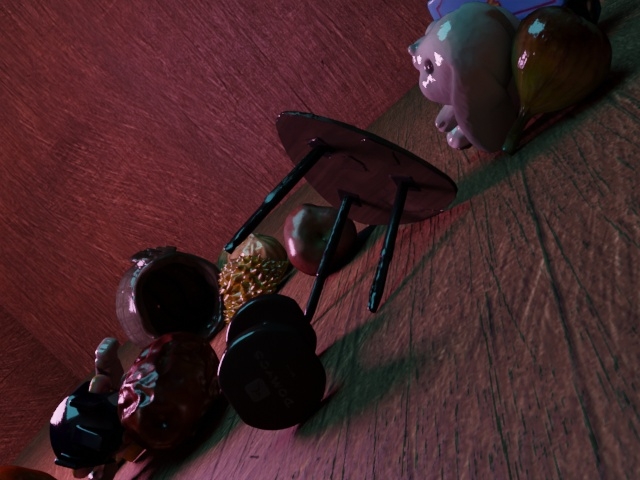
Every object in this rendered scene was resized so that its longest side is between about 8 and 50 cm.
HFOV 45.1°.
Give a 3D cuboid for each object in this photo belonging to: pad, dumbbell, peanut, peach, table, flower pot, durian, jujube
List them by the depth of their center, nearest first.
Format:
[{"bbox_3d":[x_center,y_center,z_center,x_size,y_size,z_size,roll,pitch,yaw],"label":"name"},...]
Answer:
[{"bbox_3d":[-0.067,0.160,1.059,0.124,0.140,0.225,-33,8,1],"label":"dumbbell"},{"bbox_3d":[0.003,-0.021,1.247,0.249,0.317,0.317,-63,16,-22],"label":"table"},{"bbox_3d":[-0.260,0.262,1.350,0.174,0.174,0.250,-42,15,8],"label":"jujube"},{"bbox_3d":[0.000,0.000,1.561,0.152,0.152,0.152,-42,9,8],"label":"peach"},{"bbox_3d":[0.062,0.017,1.589,0.112,0.003,0.157,-34,13,45],"label":"pad"},{"bbox_3d":[-0.172,0.122,1.874,0.182,0.165,0.132,-10,-14,34],"label":"durian"},{"bbox_3d":[-0.391,0.150,2.043,0.302,0.302,0.213,-48,16,-29],"label":"flower pot"},{"bbox_3d":[-0.192,0.056,2.047,0.140,0.153,0.325,-42,14,-22],"label":"peanut"}]

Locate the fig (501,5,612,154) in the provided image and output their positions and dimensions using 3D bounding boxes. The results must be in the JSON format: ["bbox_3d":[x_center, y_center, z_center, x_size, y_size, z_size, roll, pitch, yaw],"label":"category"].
[{"bbox_3d":[0.364,-0.243,1.189,0.143,0.230,0.160,-6,26,-9],"label":"fig"}]

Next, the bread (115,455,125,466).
[{"bbox_3d":[-0.447,0.440,1.642,0.140,0.069,0.128,-47,9,-29],"label":"bread"}]

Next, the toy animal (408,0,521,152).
[{"bbox_3d":[0.269,-0.273,1.309,0.174,0.249,0.289,-2,11,28],"label":"toy animal"}]

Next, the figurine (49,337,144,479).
[{"bbox_3d":[-0.397,0.336,1.406,0.143,0.308,0.308,-16,13,6],"label":"figurine"}]

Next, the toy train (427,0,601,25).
[{"bbox_3d":[0.389,-0.469,1.512,0.300,0.265,0.188,-5,35,50],"label":"toy train"}]

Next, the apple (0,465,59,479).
[{"bbox_3d":[-0.488,0.478,1.213,0.230,0.230,0.230,-42,9,8],"label":"apple"}]
